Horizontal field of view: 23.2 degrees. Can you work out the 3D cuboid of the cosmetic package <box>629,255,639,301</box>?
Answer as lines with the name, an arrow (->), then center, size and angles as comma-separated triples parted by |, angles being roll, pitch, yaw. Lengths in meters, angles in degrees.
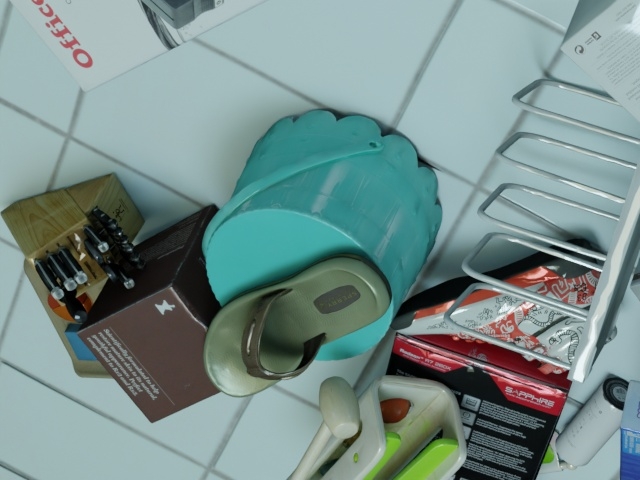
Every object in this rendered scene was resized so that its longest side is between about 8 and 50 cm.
cosmetic package -> 0.481, 0.092, 1.838 | 0.127, 0.107, 0.238 | -18, 116, 37

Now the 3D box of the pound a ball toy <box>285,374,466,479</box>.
pound a ball toy -> 0.036, 0.263, 1.982 | 0.208, 0.135, 0.319 | 9, 140, -24

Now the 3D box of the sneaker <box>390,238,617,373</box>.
sneaker -> 0.227, 0.108, 1.917 | 0.270, 0.090, 0.145 | -20, 103, 14

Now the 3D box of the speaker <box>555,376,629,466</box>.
speaker -> 0.361, 0.239, 2.047 | 0.055, 0.055, 0.136 | 28, 134, 0

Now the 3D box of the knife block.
knife block -> -0.347, 0.026, 2.053 | 0.276, 0.242, 0.088 | -13, 121, 32

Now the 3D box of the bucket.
bucket -> 0.000, 0.000, 1.916 | 0.281, 0.183, 0.281 | 13, 132, 14

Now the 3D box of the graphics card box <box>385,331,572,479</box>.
graphics card box -> 0.185, 0.262, 2.088 | 0.233, 0.094, 0.371 | 18, 131, 8

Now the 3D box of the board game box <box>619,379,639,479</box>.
board game box -> 0.527, 0.277, 1.903 | 0.318, 0.066, 0.318 | 11, 160, 16

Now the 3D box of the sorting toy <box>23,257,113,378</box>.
sorting toy -> -0.262, 0.115, 2.229 | 0.307, 0.041, 0.229 | 0, 128, 24

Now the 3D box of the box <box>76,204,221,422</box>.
box -> -0.180, 0.094, 2.046 | 0.167, 0.203, 0.168 | -26, 112, 27

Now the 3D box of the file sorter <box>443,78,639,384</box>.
file sorter -> 0.266, -0.023, 1.713 | 0.173, 0.193, 0.277 | 20, 109, 14

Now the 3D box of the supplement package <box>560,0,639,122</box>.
supplement package -> 0.414, -0.208, 1.543 | 0.263, 0.198, 0.199 | 41, 132, -12

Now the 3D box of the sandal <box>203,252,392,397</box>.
sandal -> -0.043, 0.108, 1.840 | 0.120, 0.086, 0.303 | 43, 133, -14

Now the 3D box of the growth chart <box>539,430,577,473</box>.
growth chart -> 0.233, 0.245, 2.133 | 0.172, 0.021, 0.237 | -22, 117, 35

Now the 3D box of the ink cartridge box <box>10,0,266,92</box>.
ink cartridge box -> -0.180, -0.370, 1.694 | 0.395, 0.166, 0.285 | -21, 117, 36
